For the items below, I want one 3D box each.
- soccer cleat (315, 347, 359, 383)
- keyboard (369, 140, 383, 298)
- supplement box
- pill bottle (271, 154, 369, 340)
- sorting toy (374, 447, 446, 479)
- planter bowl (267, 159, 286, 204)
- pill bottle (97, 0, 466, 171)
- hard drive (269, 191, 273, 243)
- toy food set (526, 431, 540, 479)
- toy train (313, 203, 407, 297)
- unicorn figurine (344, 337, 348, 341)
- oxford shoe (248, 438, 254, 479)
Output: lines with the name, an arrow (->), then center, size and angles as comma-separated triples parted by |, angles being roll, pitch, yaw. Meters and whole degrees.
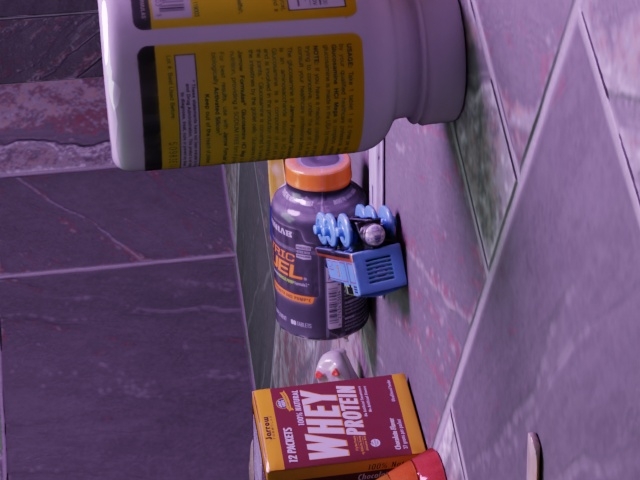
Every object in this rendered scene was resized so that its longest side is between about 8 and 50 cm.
soccer cleat -> 0.039, 0.251, 2.233 | 0.076, 0.068, 0.196 | -40, -58, -62
keyboard -> 0.071, -0.052, 1.952 | 0.072, 0.014, 0.256 | -99, 7, -62
supplement box -> 0.019, 0.283, 1.880 | 0.129, 0.191, 0.194 | -104, 11, -46
pill bottle -> 0.000, 0.000, 2.054 | 0.130, 0.130, 0.246 | -110, 16, -61
sorting toy -> 0.093, 0.324, 1.617 | 0.365, 0.126, 0.127 | -126, 31, -76
planter bowl -> -0.021, -0.073, 2.310 | 0.217, 0.090, 0.217 | 175, 90, -82
pill bottle -> -0.039, -0.170, 1.466 | 0.188, 0.334, 0.188 | 175, 90, -82
hard drive -> -0.053, -0.010, 2.770 | 0.319, 0.040, 0.210 | -108, 15, -58
toy food set -> 0.166, 0.269, 1.240 | 0.218, 0.071, 0.128 | -107, 14, -58
toy train -> 0.045, 0.013, 1.880 | 0.184, 0.080, 0.105 | -173, 73, -74
unicorn figurine -> 0.026, 0.057, 2.213 | 0.111, 0.060, 0.162 | 94, 152, -48
oxford shoe -> -0.023, 0.279, 2.125 | 0.397, 0.140, 0.146 | -48, 59, 56
